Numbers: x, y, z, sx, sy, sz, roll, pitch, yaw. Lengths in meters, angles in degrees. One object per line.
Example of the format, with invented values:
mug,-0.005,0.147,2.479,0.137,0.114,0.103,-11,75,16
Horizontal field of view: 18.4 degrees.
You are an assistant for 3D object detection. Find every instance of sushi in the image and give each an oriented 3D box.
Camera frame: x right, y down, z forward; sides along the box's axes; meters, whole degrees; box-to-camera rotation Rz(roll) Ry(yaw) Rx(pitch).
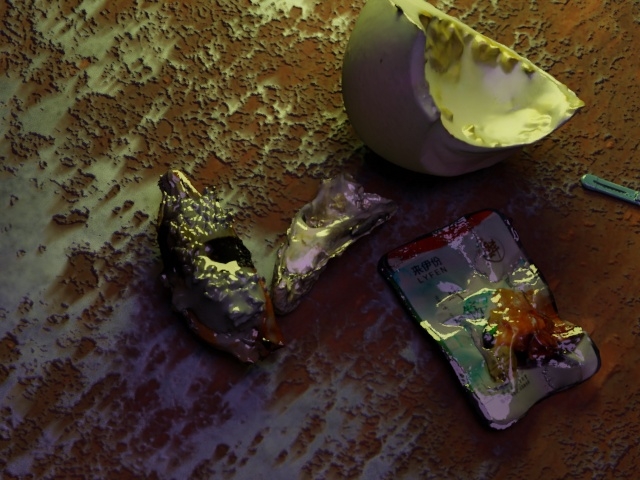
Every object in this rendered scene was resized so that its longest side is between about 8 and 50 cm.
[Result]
sushi,-0.118,0.025,1.992,0.097,0.103,0.226,-26,68,-8

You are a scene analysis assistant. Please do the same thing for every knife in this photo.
knife,0.335,-0.054,2.200,0.096,0.010,0.027,18,59,-4

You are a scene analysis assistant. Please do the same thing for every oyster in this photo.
oyster,0.001,-0.003,2.074,0.200,0.061,0.106,-28,54,-29

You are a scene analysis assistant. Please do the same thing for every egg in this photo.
egg,0.121,-0.153,2.116,0.271,0.162,0.206,19,18,-42

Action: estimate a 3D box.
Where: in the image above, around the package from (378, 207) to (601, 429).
package,0.181,0.077,2.074,0.166,0.040,0.232,-22,68,-23
